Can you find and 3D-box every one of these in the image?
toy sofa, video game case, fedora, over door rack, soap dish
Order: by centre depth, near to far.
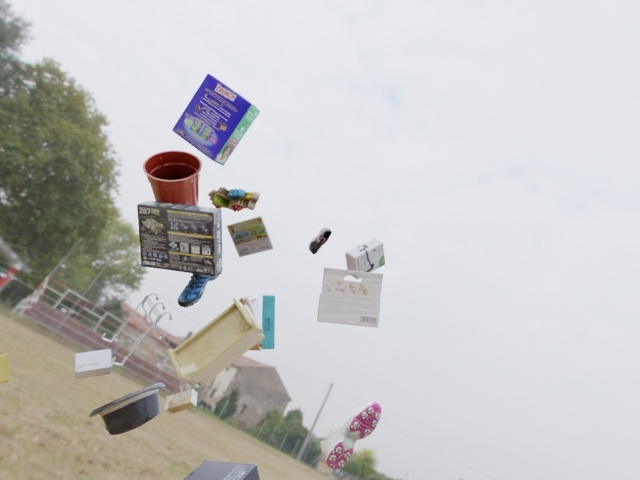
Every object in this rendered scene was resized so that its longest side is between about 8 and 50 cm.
[{"bbox_3d":[-0.422,0.423,1.689,0.150,0.362,0.177,46,-9,34],"label":"toy sofa"},{"bbox_3d":[-0.880,0.799,1.910,0.153,0.334,0.334,66,-23,12],"label":"fedora"},{"bbox_3d":[-0.881,0.433,1.990,0.239,0.324,0.108,28,-22,47],"label":"over door rack"},{"bbox_3d":[-0.373,0.450,2.222,0.229,0.118,0.291,58,12,-84],"label":"soap dish"},{"bbox_3d":[-0.402,-0.021,2.348,0.226,0.026,0.206,-14,-72,17],"label":"video game case"}]

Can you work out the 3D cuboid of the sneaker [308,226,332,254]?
[{"bbox_3d":[0.000,0.000,2.312,0.072,0.178,0.077,33,-4,-23],"label":"sneaker"}]

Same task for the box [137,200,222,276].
[{"bbox_3d":[-0.669,-0.010,1.952,0.394,0.097,0.318,6,-71,10],"label":"box"}]

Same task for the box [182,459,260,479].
[{"bbox_3d":[-0.424,1.211,1.848,0.312,0.179,0.343,-12,-88,28],"label":"box"}]

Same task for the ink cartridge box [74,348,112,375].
[{"bbox_3d":[-0.894,0.487,1.609,0.127,0.072,0.175,-1,-25,-31],"label":"ink cartridge box"}]

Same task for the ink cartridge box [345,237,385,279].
[{"bbox_3d":[0.249,0.101,2.259,0.087,0.208,0.153,32,-39,50],"label":"ink cartridge box"}]

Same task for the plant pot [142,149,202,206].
[{"bbox_3d":[-0.722,-0.265,2.044,0.272,0.272,0.265,22,-46,14],"label":"plant pot"}]

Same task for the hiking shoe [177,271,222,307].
[{"bbox_3d":[-0.648,0.207,2.137,0.113,0.304,0.132,18,-35,24],"label":"hiking shoe"}]

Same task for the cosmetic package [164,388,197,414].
[{"bbox_3d":[-0.536,0.620,1.574,0.115,0.060,0.041,-20,-50,6],"label":"cosmetic package"}]

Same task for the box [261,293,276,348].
[{"bbox_3d":[-0.239,0.373,1.901,0.060,0.244,0.100,1,-4,-4],"label":"box"}]

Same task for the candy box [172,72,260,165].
[{"bbox_3d":[-0.488,-0.563,1.917,0.268,0.317,0.122,37,7,8],"label":"candy box"}]

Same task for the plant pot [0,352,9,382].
[{"bbox_3d":[-0.944,0.367,1.148,0.081,0.081,0.083,-6,-2,21],"label":"plant pot"}]

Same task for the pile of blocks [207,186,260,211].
[{"bbox_3d":[-0.521,-0.229,2.385,0.362,0.113,0.149,1,-23,30],"label":"pile of blocks"}]

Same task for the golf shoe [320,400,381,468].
[{"bbox_3d":[0.115,0.760,1.655,0.115,0.306,0.140,53,-16,-19],"label":"golf shoe"}]

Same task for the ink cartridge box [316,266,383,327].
[{"bbox_3d":[0.143,0.273,1.972,0.296,0.261,0.066,7,-3,-4],"label":"ink cartridge box"}]

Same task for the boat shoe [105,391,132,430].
[{"bbox_3d":[-1.066,0.910,2.176,0.073,0.207,0.073,26,-35,15],"label":"boat shoe"}]
